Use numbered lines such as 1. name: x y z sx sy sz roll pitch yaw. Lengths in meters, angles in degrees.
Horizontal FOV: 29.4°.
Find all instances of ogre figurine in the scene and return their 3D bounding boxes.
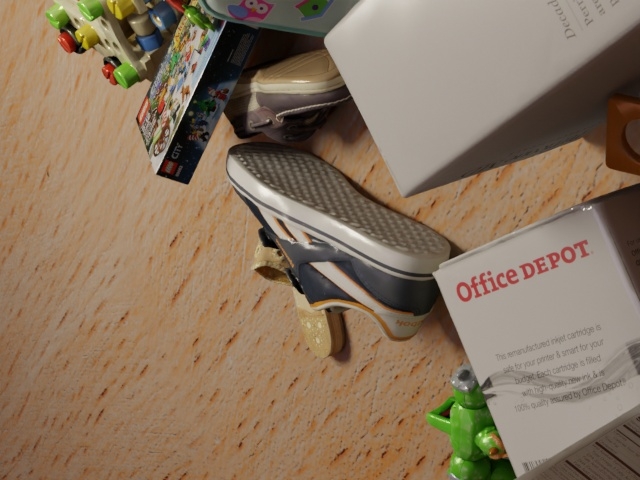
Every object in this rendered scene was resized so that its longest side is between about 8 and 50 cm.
1. ogre figurine: 0.175 0.176 1.215 0.097 0.118 0.197 45 138 32

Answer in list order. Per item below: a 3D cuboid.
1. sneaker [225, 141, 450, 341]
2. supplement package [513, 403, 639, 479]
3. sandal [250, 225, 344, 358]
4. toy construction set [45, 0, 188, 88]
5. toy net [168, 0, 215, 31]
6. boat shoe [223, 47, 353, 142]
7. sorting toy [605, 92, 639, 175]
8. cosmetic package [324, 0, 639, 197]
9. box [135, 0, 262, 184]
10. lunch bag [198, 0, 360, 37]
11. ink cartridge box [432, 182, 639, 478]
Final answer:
1. sneaker: 0.000 0.000 1.366 0.321 0.126 0.128 35 126 38
2. supplement package: 0.211 0.218 0.908 0.105 0.179 0.105 39 132 34
3. sandal: -0.043 0.034 1.480 0.088 0.079 0.240 -16 92 55
4. toy construction set: -0.279 -0.320 1.577 0.328 0.151 0.215 53 166 36
5. toy net: -0.199 -0.317 1.342 0.232 0.122 0.045 41 94 30
6. boat shoe: -0.032 -0.156 1.366 0.285 0.102 0.092 6 120 59
7. sorting toy: 0.372 -0.045 0.868 0.347 0.047 0.196 27 135 22
8. cosmetic package: 0.223 -0.211 0.879 0.453 0.230 0.162 -37 75 54
9. box: -0.140 -0.202 1.415 0.233 0.044 0.159 -62 28 20
10. lunch bag: -0.012 -0.332 1.140 0.108 0.224 0.279 -97 18 -48
11. ink cartridge box: 0.260 0.122 1.064 0.223 0.129 0.308 -28 83 55
